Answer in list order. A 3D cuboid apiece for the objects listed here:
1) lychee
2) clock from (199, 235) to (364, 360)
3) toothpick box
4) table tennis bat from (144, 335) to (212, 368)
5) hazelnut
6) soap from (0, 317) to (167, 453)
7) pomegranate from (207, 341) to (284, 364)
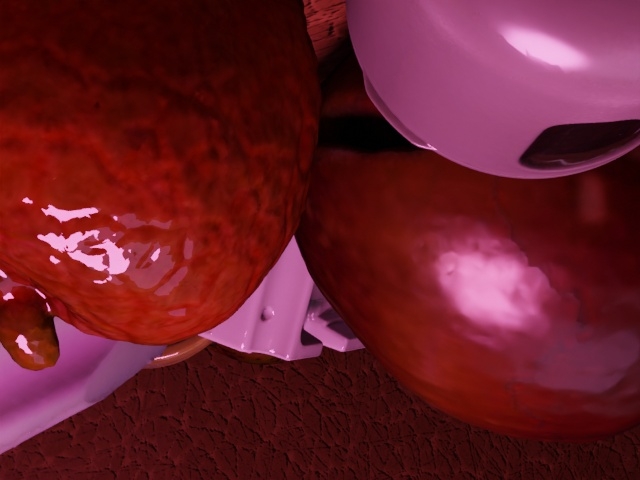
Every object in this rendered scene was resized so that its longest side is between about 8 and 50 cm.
[{"bbox_3d":[-0.131,-0.051,0.843,0.255,0.300,0.255,25,164,8],"label":"lychee"},{"bbox_3d":[0.000,0.000,1.542,0.116,0.231,0.262,25,-168,25],"label":"clock"},{"bbox_3d":[0.113,-0.158,0.710,0.229,0.229,0.316,-15,175,-2],"label":"toothpick box"},{"bbox_3d":[-0.133,0.005,1.614,0.321,0.198,0.050,-36,158,-7],"label":"table tennis bat"},{"bbox_3d":[0.171,-0.014,1.247,0.402,0.402,0.429,-16,180,6],"label":"hazelnut"},{"bbox_3d":[-0.334,0.086,1.395,0.261,0.156,0.446,10,-154,45],"label":"soap"},{"bbox_3d":[-0.044,0.032,1.841,0.286,0.231,0.231,-25,177,-23],"label":"pomegranate"}]
